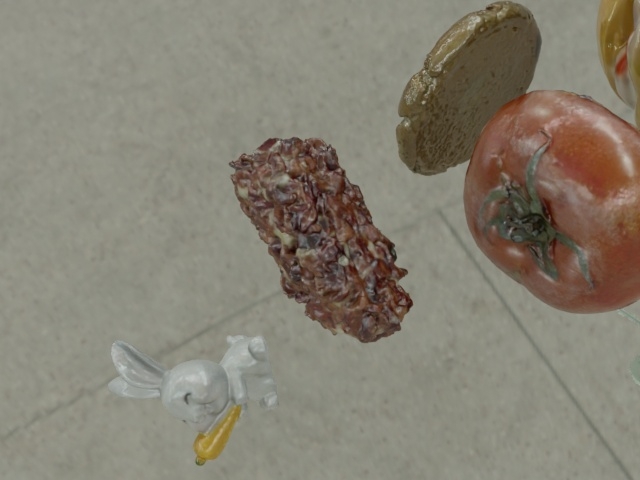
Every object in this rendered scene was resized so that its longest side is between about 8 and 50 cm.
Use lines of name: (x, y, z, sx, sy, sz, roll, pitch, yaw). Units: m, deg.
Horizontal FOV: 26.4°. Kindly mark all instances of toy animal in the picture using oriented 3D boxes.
toy animal: (-0.146, 0.173, 1.571, 0.181, 0.131, 0.127, -16, 37, -13)

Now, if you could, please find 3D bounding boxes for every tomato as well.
tomato: (0.225, -0.023, 1.299, 0.236, 0.237, 0.095, 25, 50, 33)

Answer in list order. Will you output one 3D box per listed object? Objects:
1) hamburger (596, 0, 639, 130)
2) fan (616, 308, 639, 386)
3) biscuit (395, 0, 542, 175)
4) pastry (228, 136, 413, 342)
hamburger: (0.405, -0.216, 1.388, 0.276, 0.276, 0.237, -29, 41, -5)
fan: (0.461, 0.137, 1.767, 0.190, 0.009, 0.329, -11, 20, -13)
biscuit: (0.158, -0.164, 1.480, 0.226, 0.226, 0.042, -41, 63, -16)
pastry: (0.001, -0.001, 1.240, 0.115, 0.208, 0.097, -35, 5, -37)
